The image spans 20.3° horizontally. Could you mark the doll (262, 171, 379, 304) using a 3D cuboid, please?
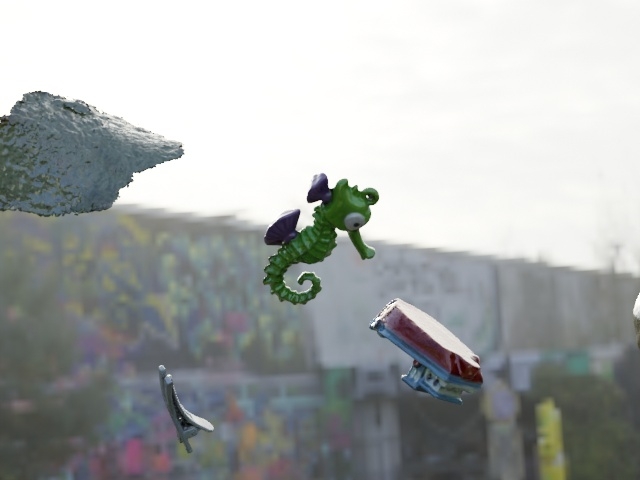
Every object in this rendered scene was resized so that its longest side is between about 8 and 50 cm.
[{"bbox_3d":[0.000,0.000,2.043,0.190,0.115,0.050,-45,11,28],"label":"doll"}]

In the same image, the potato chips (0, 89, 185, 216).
[{"bbox_3d":[-0.268,-0.088,1.884,0.228,0.167,0.059,-33,-18,-32],"label":"potato chips"}]

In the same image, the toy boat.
[{"bbox_3d":[0.103,0.115,1.851,0.069,0.058,0.173,17,15,-39],"label":"toy boat"}]

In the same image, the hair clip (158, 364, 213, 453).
[{"bbox_3d":[-0.146,0.175,1.906,0.039,0.030,0.115,-32,-44,-14],"label":"hair clip"}]

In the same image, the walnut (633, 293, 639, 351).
[{"bbox_3d":[0.423,0.084,1.732,0.283,0.227,0.283,29,19,-11],"label":"walnut"}]
